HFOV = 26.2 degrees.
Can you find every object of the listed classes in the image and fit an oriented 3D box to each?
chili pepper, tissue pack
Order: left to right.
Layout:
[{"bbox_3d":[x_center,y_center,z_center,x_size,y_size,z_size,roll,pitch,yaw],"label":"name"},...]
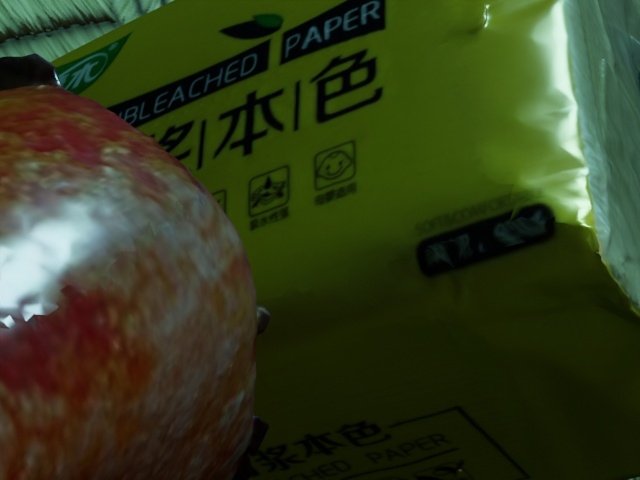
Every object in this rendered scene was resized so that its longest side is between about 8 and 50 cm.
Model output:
[{"bbox_3d":[-0.162,0.094,0.485,0.229,0.251,0.305,61,27,-13],"label":"chili pepper"},{"bbox_3d":[0.000,0.000,0.745,0.228,0.382,0.293,44,36,-41],"label":"tissue pack"}]
